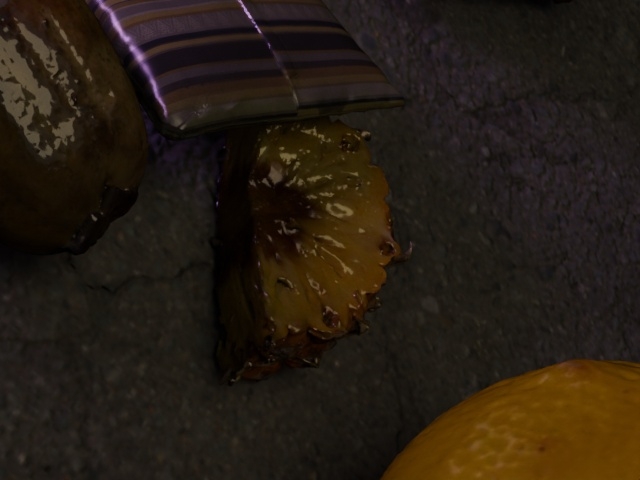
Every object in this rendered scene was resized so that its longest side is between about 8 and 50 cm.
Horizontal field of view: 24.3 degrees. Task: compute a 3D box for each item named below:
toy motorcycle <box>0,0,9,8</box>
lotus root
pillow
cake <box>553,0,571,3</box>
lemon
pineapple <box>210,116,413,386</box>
[{"bbox_3d":[-0.272,-0.087,0.725,0.188,0.143,0.327,26,90,-32],"label":"toy motorcycle"},{"bbox_3d":[-0.202,-0.109,0.882,0.260,0.128,0.145,53,42,-5],"label":"lotus root"},{"bbox_3d":[-0.073,-0.155,1.026,0.208,0.052,0.212,-13,54,-40],"label":"pillow"},{"bbox_3d":[0.180,-0.376,1.217,0.255,0.282,0.290,4,65,-45],"label":"cake"},{"bbox_3d":[0.162,0.232,0.906,0.336,0.336,0.336,16,62,-33],"label":"lemon"},{"bbox_3d":[-0.001,0.000,1.029,0.135,0.079,0.233,20,57,-31],"label":"pineapple"}]
